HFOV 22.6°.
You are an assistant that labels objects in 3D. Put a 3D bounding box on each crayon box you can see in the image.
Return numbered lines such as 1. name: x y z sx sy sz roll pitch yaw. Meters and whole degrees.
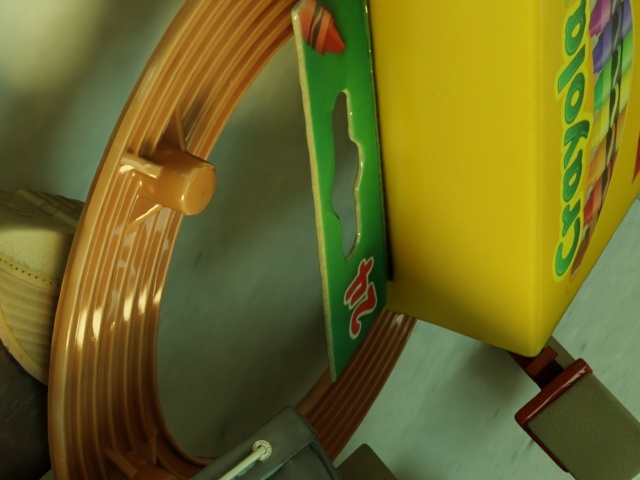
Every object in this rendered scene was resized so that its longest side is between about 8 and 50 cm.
1. crayon box: 0.104 -0.096 0.704 0.318 0.081 0.202 -51 148 -37

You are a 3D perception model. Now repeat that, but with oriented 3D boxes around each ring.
1. ring: 0.000 0.000 0.708 0.336 0.032 0.336 -43 145 -40

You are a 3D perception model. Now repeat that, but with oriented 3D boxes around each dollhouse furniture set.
1. dollhouse furniture set: 0.081 0.181 0.965 0.259 0.135 0.262 -43 145 0

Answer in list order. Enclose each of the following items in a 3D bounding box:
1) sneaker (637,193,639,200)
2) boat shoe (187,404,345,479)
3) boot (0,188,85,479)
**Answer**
1. sneaker: 0.253 -0.134 0.910 0.105 0.146 0.295 1 154 -17
2. boat shoe: -0.087 0.123 0.609 0.206 0.065 0.075 -21 180 0
3. boot: -0.177 0.071 0.559 0.248 0.090 0.207 14 103 -58
